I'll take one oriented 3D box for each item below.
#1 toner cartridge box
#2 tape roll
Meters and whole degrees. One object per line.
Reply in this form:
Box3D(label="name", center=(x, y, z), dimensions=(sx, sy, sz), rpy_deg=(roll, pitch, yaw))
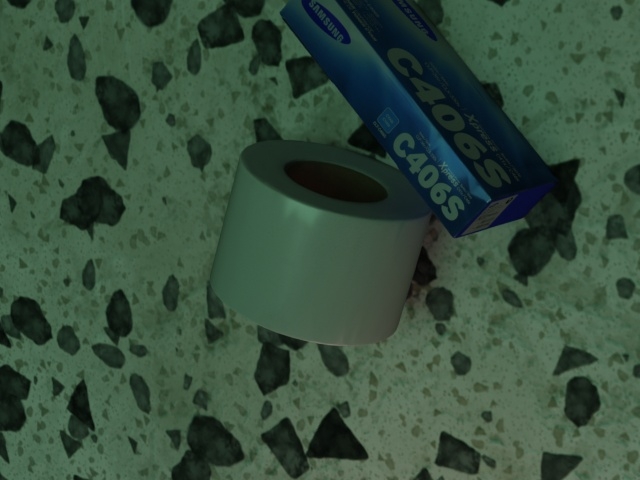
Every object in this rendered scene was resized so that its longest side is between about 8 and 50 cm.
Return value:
Box3D(label="toner cartridge box", center=(0.116, -0.169, 1.927), dimensions=(0.075, 0.165, 0.348), rpy_deg=(-47, 72, 32))
Box3D(label="tape roll", center=(0.000, 0.000, 1.996), dimensions=(0.246, 0.246, 0.169), rpy_deg=(28, 114, 29))
